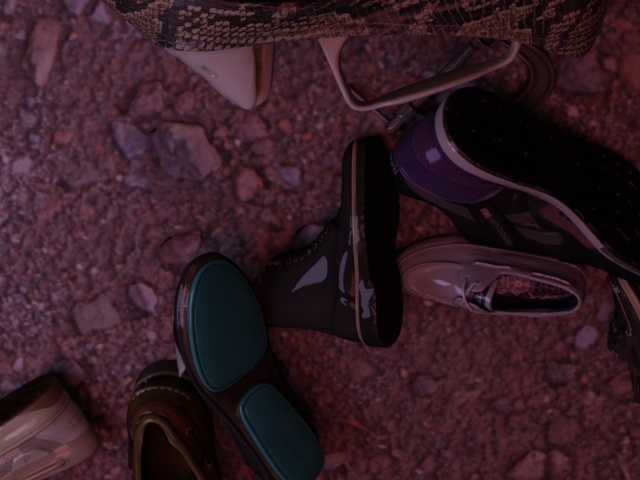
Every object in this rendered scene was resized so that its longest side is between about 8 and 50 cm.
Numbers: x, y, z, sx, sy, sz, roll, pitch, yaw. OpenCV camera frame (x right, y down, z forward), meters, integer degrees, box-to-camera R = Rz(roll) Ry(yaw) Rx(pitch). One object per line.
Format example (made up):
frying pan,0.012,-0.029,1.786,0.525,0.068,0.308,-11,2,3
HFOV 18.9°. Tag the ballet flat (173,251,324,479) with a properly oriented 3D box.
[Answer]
ballet flat,-0.088,0.128,1.853,0.095,0.096,0.280,-36,120,-25

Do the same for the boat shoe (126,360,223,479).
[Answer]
boat shoe,-0.142,0.277,1.933,0.111,0.104,0.307,-10,116,11

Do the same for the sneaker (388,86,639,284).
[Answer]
sneaker,0.193,-0.035,1.754,0.283,0.107,0.124,31,142,-20

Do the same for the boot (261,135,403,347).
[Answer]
boot,0.000,0.000,1.801,0.137,0.077,0.197,4,100,29

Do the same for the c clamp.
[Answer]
c clamp,0.126,-0.137,1.738,0.161,0.022,0.137,-39,107,23

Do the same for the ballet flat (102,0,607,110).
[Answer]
ballet flat,0.008,-0.195,1.646,0.483,0.164,0.182,-1,118,3

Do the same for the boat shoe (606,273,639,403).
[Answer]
boat shoe,0.296,0.095,1.821,0.049,0.056,0.152,-21,113,10

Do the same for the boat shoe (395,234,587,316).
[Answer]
boat shoe,0.158,0.043,1.803,0.184,0.063,0.066,9,118,2

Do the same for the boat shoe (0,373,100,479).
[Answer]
boat shoe,-0.362,0.248,1.943,0.302,0.109,0.098,-31,109,14
